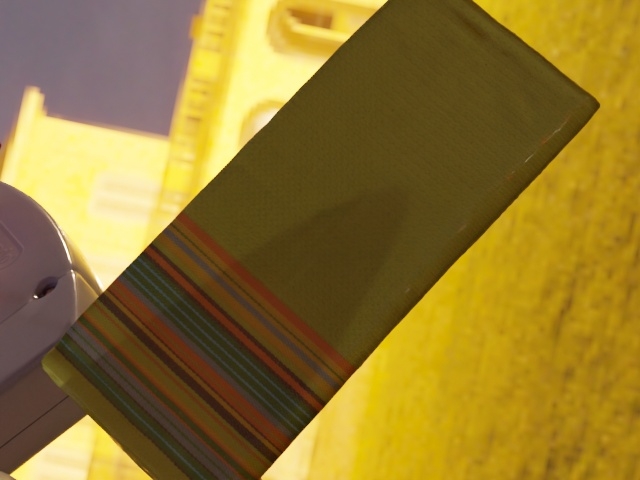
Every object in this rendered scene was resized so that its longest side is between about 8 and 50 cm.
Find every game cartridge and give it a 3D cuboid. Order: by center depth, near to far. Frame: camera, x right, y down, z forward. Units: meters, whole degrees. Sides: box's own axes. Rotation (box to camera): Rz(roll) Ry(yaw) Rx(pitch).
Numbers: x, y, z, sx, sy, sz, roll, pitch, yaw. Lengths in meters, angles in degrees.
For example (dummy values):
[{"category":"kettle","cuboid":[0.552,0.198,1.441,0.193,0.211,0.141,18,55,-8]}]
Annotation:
[{"category":"game cartridge","cuboid":[-0.213,0.057,0.944,0.196,0.060,0.294,-41,30,-7]}]

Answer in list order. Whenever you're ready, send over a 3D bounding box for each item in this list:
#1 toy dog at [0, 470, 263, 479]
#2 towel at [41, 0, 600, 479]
[{"category":"toy dog","cuboid":[-0.071,0.257,0.750,0.161,0.333,0.220,-40,-17,27]},{"category":"towel","cuboid":[0.000,0.000,0.736,0.237,0.102,0.021,-47,-16,-5]}]
